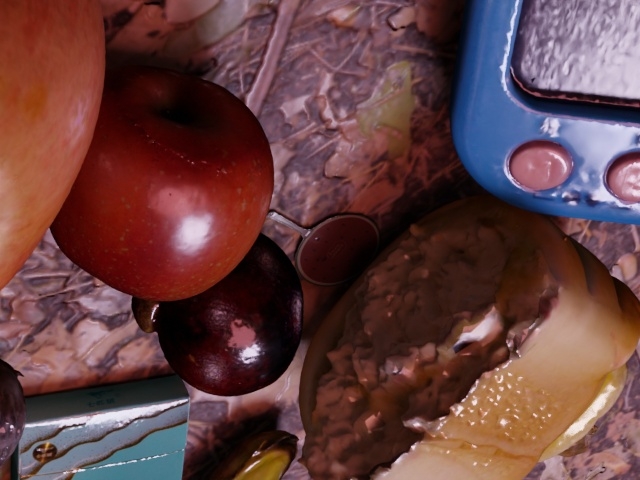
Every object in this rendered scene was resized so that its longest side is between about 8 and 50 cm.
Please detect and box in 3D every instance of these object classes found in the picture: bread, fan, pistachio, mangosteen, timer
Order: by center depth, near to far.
[{"bbox_3d":[0.282,-0.152,1.300,0.340,0.115,0.309,6,131,-1],"label":"timer"},{"bbox_3d":[-0.087,0.060,1.363,0.152,0.152,0.152,-13,131,-16],"label":"mangosteen"},{"bbox_3d":[0.000,0.000,1.448,0.133,0.005,0.085,29,111,-40],"label":"fan"},{"bbox_3d":[0.137,0.104,1.472,0.315,0.211,0.270,-45,141,19],"label":"bread"},{"bbox_3d":[-0.085,0.244,1.570,0.173,0.049,0.089,-49,144,14],"label":"pistachio"}]

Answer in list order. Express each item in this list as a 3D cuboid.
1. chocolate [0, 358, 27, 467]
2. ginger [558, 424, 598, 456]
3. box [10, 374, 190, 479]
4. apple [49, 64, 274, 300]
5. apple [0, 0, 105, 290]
[{"bbox_3d":[-0.337,0.201,1.377,0.110,0.110,0.248,23,114,-38],"label":"chocolate"},{"bbox_3d":[0.230,0.197,1.682,0.165,0.067,0.096,-7,130,-38],"label":"ginger"},{"bbox_3d":[-0.211,0.234,1.506,0.162,0.041,0.229,-7,129,-21],"label":"box"},{"bbox_3d":[-0.129,-0.045,1.233,0.181,0.181,0.168,11,124,-32],"label":"apple"},{"bbox_3d":[-0.308,-0.106,0.992,0.363,0.364,0.364,-13,131,-16],"label":"apple"}]
